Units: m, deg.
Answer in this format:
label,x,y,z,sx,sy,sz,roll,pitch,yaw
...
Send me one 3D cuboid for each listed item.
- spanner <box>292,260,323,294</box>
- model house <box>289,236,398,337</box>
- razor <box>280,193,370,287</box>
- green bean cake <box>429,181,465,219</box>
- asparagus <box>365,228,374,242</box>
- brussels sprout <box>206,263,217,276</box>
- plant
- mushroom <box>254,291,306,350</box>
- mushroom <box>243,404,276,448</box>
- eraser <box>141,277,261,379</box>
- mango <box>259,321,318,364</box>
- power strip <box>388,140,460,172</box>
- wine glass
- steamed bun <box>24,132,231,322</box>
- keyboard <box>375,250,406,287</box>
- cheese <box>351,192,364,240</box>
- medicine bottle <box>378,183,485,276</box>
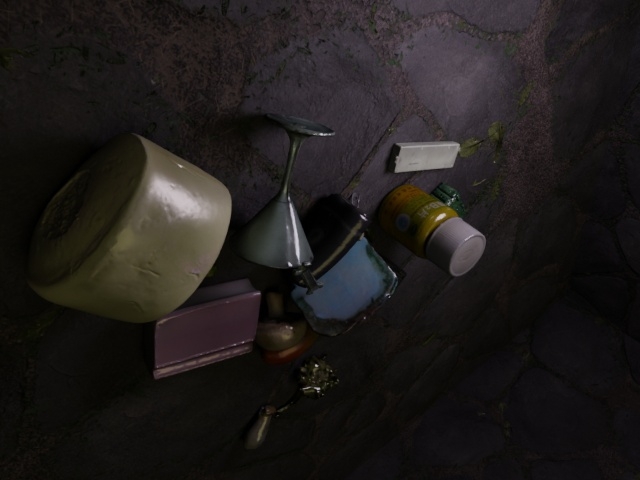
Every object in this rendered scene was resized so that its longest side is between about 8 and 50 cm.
label,x,y,z,sx,sy,sz,roll,pitch,yaw
spanner,-0.038,0.123,1.457,0.071,0.017,0.302,-31,159,-2
model house,0.071,0.197,1.774,0.360,0.297,0.339,-39,168,-11
razor,0.001,0.000,1.587,0.349,0.204,0.113,-46,140,1
green bean cake,0.526,-0.120,2.006,0.193,0.107,0.208,-47,139,-3
asparagus,0.169,-0.058,1.817,0.023,0.022,0.233,-8,146,22
brussels sprout,-0.364,0.085,1.461,0.083,0.046,0.051,35,52,-42
plant,-0.074,0.647,2.113,0.251,0.180,0.333,-11,159,-43
mushroom,-0.155,0.290,1.698,0.207,0.207,0.215,-9,92,-35
mushroom,-0.276,0.834,2.067,0.116,0.093,0.225,-7,117,-59
eraser,-0.391,0.289,1.536,0.359,0.122,0.272,-9,126,-36
mango,-0.107,0.398,1.843,0.289,0.129,0.146,-33,162,-21
power strip,0.412,-0.328,1.802,0.367,0.043,0.106,-10,126,-34
wine glass,-0.105,-0.150,1.368,0.267,0.267,0.406,-1,115,-39
steamed bun,-0.447,0.003,1.149,0.456,0.290,0.371,-52,139,5
keyboard,0.315,0.153,2.080,0.103,0.041,0.381,-53,138,6
cheese,0.118,-0.087,1.665,0.037,0.097,0.192,56,40,-61
medicine bottle,0.416,-0.042,1.763,0.224,0.384,0.224,-22,133,-26
